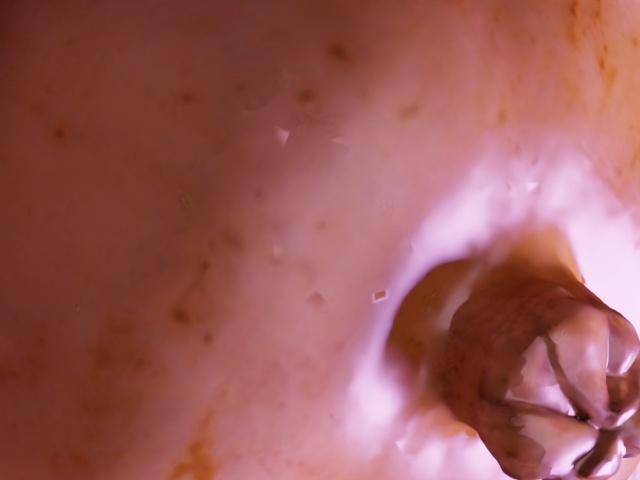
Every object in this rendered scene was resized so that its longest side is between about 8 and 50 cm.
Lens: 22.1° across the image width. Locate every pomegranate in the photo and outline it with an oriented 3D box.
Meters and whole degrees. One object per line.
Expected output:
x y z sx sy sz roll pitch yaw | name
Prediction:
0.000 0.000 0.741 0.412 0.411 0.411 -9 105 -37 | pomegranate
